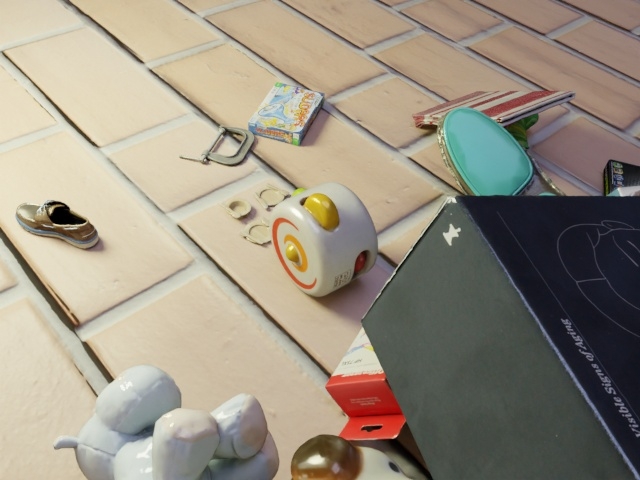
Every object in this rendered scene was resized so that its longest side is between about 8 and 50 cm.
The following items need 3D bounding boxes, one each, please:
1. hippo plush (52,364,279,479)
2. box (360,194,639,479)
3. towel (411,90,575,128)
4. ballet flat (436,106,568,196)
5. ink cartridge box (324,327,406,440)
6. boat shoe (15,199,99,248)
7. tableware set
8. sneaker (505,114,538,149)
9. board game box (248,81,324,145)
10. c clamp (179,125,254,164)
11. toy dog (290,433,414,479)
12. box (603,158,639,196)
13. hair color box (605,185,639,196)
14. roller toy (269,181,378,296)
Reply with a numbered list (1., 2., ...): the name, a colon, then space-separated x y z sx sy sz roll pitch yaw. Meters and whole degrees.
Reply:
1. hippo plush: -0.215 0.308 0.881 0.236 0.234 0.294 25 88 41
2. box: 0.389 0.200 0.850 0.471 0.297 0.480 0 50 -31
3. towel: 0.407 -0.317 1.539 0.237 0.037 0.329 -23 21 -21
4. ballet flat: 0.417 -0.071 1.313 0.164 0.182 0.483 -40 68 -8
5. ink cartridge box: 0.102 0.206 1.021 0.078 0.134 0.231 53 47 -16
6. boat shoe: -0.522 -0.047 1.254 0.183 0.066 0.066 17 45 10
7. tableware set: -0.119 -0.061 1.351 0.168 0.020 0.141 -32 56 -32
8. sneaker: 0.456 -0.245 1.564 0.295 0.109 0.123 -35 84 -38
9. board game box: -0.083 -0.323 1.606 0.136 0.035 0.201 15 45 9
10. c clamp: -0.234 -0.227 1.502 0.137 0.022 0.161 18 46 12
11. toy dog: 0.017 0.440 0.728 0.395 0.285 0.408 -12 35 36
12. box: 0.756 -0.100 1.476 0.184 0.045 0.191 15 46 10
13. hair color box: 0.762 -0.028 1.319 0.347 0.105 0.174 -7 72 -13
14. roller toy: 0.000 0.000 1.179 0.146 0.191 0.209 -26 13 -27
